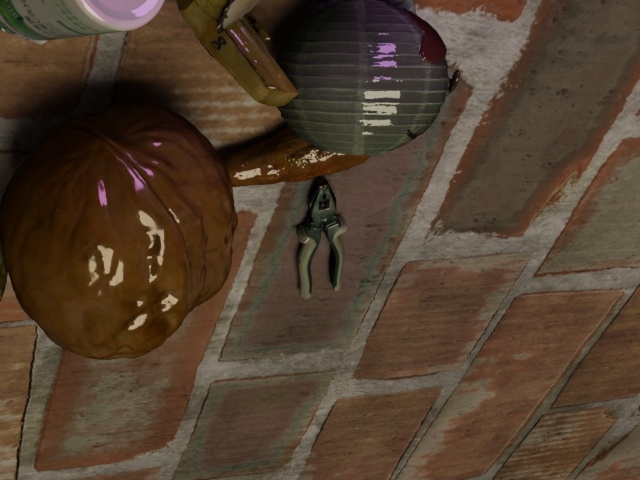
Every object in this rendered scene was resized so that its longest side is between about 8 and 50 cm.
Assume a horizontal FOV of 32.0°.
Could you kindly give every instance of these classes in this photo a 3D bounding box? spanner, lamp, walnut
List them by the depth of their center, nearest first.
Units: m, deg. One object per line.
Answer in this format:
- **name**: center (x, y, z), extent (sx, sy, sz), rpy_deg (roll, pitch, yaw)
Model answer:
- **lamp**: center (0.060, -0.239, 1.611), extent (0.233, 0.265, 0.233), rpy_deg (-16, 112, -46)
- **walnut**: center (-0.297, -0.016, 1.638), extent (0.354, 0.308, 0.398), rpy_deg (-50, 159, -36)
- **spanner**: center (0.000, 0.000, 2.040), extent (0.095, 0.040, 0.325), rpy_deg (-15, 144, -13)

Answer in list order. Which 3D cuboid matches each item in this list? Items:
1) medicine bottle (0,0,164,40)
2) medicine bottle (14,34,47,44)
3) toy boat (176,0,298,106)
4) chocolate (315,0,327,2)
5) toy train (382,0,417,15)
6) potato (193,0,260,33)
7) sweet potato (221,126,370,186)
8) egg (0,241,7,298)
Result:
- **medicine bottle**: center (-0.303, -0.304, 1.314), extent (0.133, 0.274, 0.133), rpy_deg (-5, 98, -40)
- **medicine bottle**: center (-0.393, -0.293, 1.455), extent (0.089, 0.052, 0.052), rpy_deg (19, 127, -42)
- **toy boat**: center (-0.113, -0.280, 1.531), extent (0.068, 0.088, 0.226), rpy_deg (-34, 101, 39)
- **chocolate**: center (0.030, -0.435, 1.463), extent (0.224, 0.206, 0.177), rpy_deg (-21, -170, 22)
- **toy train**: center (0.116, -0.351, 1.660), extent (0.043, 0.047, 0.207), rpy_deg (-24, 145, 3)
- **potato**: center (-0.140, -0.403, 1.307), extent (0.266, 0.229, 0.229), rpy_deg (40, 121, -2)
- **sweet potato**: center (0.001, -0.152, 1.802), extent (0.354, 0.095, 0.106), rpy_deg (-26, 103, -2)
- **egg**: center (-0.572, 0.026, 1.606), extent (0.238, 0.238, 0.289), rpy_deg (-5, 130, -23)
